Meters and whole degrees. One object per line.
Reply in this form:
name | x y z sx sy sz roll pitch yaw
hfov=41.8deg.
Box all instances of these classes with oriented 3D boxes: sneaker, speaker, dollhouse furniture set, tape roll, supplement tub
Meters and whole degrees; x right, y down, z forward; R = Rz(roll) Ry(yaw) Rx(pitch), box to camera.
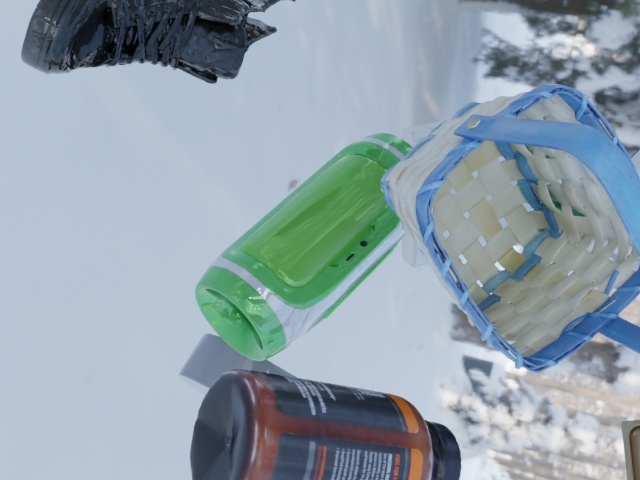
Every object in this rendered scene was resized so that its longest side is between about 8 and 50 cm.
sneaker | -0.077 -0.115 0.444 0.051 0.089 0.170 -58 -175 33
speaker | 0.000 0.000 0.955 0.296 0.131 0.131 -43 148 -29
dollhouse furniture set | 0.468 0.267 1.117 0.123 0.151 0.144 34 50 -45
tape roll | -0.093 0.218 1.206 0.072 0.219 0.219 -60 160 -17
supplement tub | 0.010 0.161 0.630 0.106 0.198 0.106 -33 -130 50

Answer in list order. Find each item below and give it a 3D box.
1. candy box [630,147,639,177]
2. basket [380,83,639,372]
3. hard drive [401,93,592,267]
candy box | 0.493 -0.071 1.105 0.165 0.196 0.070 113 -26 -64
basket | 0.194 -0.010 0.714 0.201 0.289 0.254 -39 116 -5
hard drive | 0.298 -0.104 1.405 0.353 0.047 0.233 -14 117 -23
